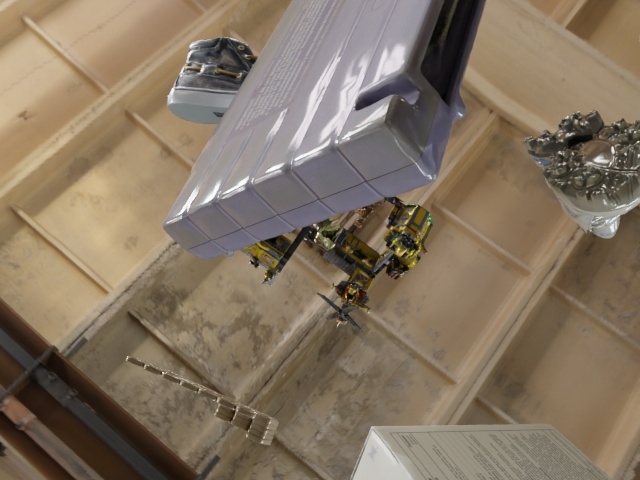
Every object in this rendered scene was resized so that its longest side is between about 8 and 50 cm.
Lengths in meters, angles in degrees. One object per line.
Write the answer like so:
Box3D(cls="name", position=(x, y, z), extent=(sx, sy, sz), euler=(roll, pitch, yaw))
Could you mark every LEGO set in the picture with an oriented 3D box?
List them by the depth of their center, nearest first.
Box3D(cls="LEGO set", position=(0.000, 0.000, 0.978), extent=(0.331, 0.255, 0.192), euler=(40, -129, -8))

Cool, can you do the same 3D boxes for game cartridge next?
Box3D(cls="game cartridge", position=(0.026, -0.153, 0.466), extent=(0.068, 0.230, 0.355), euler=(39, -126, -24))

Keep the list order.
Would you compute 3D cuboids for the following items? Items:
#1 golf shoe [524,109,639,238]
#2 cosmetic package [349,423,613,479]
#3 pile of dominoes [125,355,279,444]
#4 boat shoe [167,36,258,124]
Box3D(cls="golf shoe", position=(0.197, -0.037, 0.419), extent=(0.069, 0.176, 0.086), euler=(-25, -78, 20))
Box3D(cls="cosmetic package", position=(0.204, 0.311, 0.715), extent=(0.309, 0.160, 0.113), euler=(9, -71, -28))
Box3D(cls="pile of dominoes", position=(-0.190, 0.250, 0.943), extent=(0.251, 0.196, 0.040), euler=(19, -106, 17))
Box3D(cls="boat shoe", position=(-0.068, -0.162, 0.621), extent=(0.183, 0.065, 0.083), euler=(11, -102, 16))
